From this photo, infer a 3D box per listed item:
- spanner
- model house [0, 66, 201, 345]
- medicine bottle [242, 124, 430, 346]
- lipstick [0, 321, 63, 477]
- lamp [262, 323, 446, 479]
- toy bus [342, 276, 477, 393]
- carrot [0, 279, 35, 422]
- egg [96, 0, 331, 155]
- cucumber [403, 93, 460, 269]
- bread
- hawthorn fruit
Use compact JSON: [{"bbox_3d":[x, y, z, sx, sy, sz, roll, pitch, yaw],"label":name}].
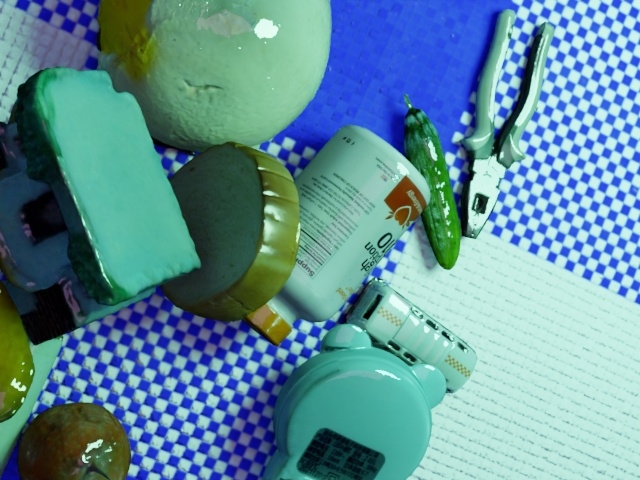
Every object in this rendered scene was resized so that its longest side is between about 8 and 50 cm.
[{"bbox_3d":[0.251,-0.159,1.793,0.096,0.040,0.324,17,87,-15],"label":"spanner"},{"bbox_3d":[-0.328,-0.029,1.493,0.249,0.230,0.280,-21,90,22],"label":"model house"},{"bbox_3d":[0.000,0.000,1.672,0.157,0.157,0.288,42,82,-13],"label":"medicine bottle"},{"bbox_3d":[-0.415,0.241,1.614,0.076,0.076,0.304,24,86,-15],"label":"lipstick"},{"bbox_3d":[0.029,0.265,1.696,0.209,0.147,0.284,28,83,-13],"label":"lamp"},{"bbox_3d":[0.132,0.137,1.749,0.194,0.089,0.087,37,83,-15],"label":"toy bus"},{"bbox_3d":[-0.499,0.126,1.469,0.241,0.341,0.241,5,83,-41],"label":"carrot"},{"bbox_3d":[-0.118,-0.267,1.608,0.337,0.201,0.337,-2,96,-15],"label":"egg"},{"bbox_3d":[0.155,-0.082,1.763,0.056,0.056,0.250,-16,98,-14],"label":"cucumber"},{"bbox_3d":[-0.119,-0.011,1.601,0.070,0.236,0.236,16,88,-41],"label":"bread"},{"bbox_3d":[-0.302,0.264,1.598,0.149,0.189,0.149,10,60,-18],"label":"hawthorn fruit"}]
